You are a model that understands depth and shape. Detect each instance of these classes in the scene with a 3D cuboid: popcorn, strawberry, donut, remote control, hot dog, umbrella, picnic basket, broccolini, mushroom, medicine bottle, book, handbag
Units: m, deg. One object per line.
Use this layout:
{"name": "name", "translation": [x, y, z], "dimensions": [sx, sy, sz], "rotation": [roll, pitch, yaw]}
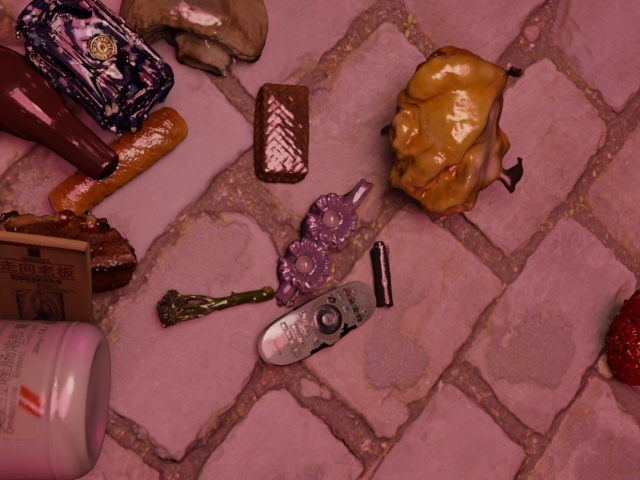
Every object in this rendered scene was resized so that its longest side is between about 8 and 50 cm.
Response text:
{"name": "popcorn", "translation": [0.242, -0.208, 1.321], "dimensions": [0.297, 0.281, 0.316], "rotation": [-22, 116, -56]}
{"name": "strawberry", "translation": [0.686, 0.221, 1.446], "dimensions": [0.186, 0.184, 0.201], "rotation": [8, 120, -37]}
{"name": "donut", "translation": [-0.420, 0.028, 1.150], "dimensions": [0.186, 0.126, 0.144], "rotation": [-12, 54, -33]}
{"name": "remote control", "translation": [-0.004, 0.157, 1.311], "dimensions": [0.256, 0.045, 0.097], "rotation": [-24, 93, -20]}
{"name": "hot dog", "translation": [-0.355, -0.135, 1.230], "dimensions": [0.286, 0.061, 0.088], "rotation": [-46, 109, -14]}
{"name": "umbrella", "translation": [0.120, 0.067, 1.362], "dimensions": [0.036, 0.031, 0.133], "rotation": [-3, 84, -18]}
{"name": "picnic basket", "translation": [-0.070, -0.207, 1.322], "dimensions": [0.110, 0.055, 0.193], "rotation": [1, 86, -16]}
{"name": "broccolini", "translation": [-0.192, 0.107, 1.266], "dimensions": [0.216, 0.058, 0.067], "rotation": [-13, 123, -24]}
{"name": "mushroom", "translation": [-0.214, -0.421, 1.243], "dimensions": [0.267, 0.164, 0.190], "rotation": [18, 81, -14]}
{"name": "medicine bottle", "translation": [-0.492, 0.241, 1.055], "dimensions": [0.301, 0.241, 0.241], "rotation": [2, 84, -7]}
{"name": "book", "translation": [-0.444, 0.078, 1.101], "dimensions": [0.161, 0.231, 0.026], "rotation": [7, 44, -8]}
{"name": "handbag", "translation": [-0.374, -0.302, 1.154], "dimensions": [0.162, 0.113, 0.260], "rotation": [-47, 109, -2]}

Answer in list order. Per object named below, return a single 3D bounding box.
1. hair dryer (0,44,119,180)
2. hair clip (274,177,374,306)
{"name": "hair dryer", "translation": [-0.550, -0.131, 1.147], "dimensions": [0.312, 0.123, 0.340], "rotation": [43, 87, 2]}
{"name": "hair clip", "translation": [0.000, 0.000, 1.317], "dimensions": [0.106, 0.084, 0.292], "rotation": [33, 81, 7]}
